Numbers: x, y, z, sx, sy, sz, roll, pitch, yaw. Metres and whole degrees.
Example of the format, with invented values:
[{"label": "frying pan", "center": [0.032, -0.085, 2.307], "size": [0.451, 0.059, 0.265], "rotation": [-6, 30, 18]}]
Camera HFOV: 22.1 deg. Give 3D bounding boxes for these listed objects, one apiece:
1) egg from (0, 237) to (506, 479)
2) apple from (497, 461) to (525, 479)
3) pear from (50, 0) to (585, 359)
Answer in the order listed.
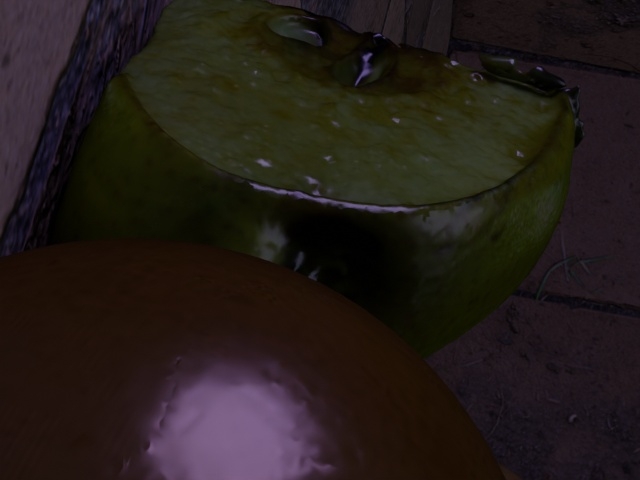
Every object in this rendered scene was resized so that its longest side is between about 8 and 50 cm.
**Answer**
[{"label": "egg", "center": [-0.069, 0.143, 0.445], "size": [0.322, 0.250, 0.250], "rotation": [-62, 163, -46]}, {"label": "apple", "center": [-0.013, 0.244, 0.839], "size": [0.277, 0.319, 0.319], "rotation": [161, -57, -73]}, {"label": "pear", "center": [0.000, 0.000, 0.819], "size": [0.255, 0.238, 0.164], "rotation": [-69, 174, -61]}]
